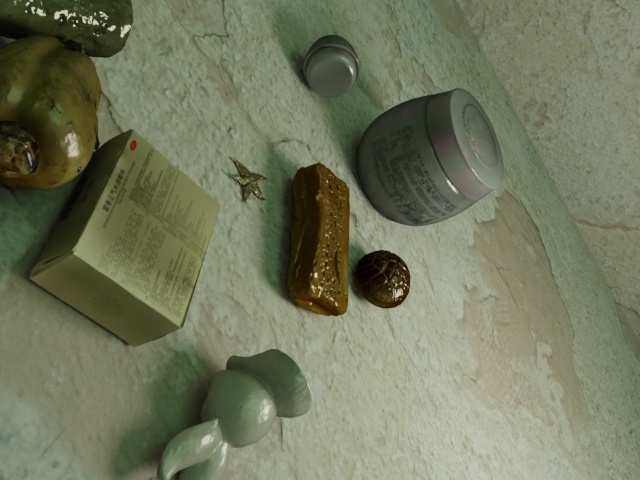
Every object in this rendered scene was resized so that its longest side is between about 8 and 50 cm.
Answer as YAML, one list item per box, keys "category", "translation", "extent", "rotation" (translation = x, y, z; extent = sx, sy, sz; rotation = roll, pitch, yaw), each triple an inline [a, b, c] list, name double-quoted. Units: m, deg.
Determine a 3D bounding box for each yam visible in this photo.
- category: "yam"
  translation: [-0.343, -0.295, 0.859]
  extent: [0.194, 0.107, 0.107]
  rotation: [-6, 76, -55]

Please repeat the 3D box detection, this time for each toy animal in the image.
- category: "toy animal"
  translation: [-0.129, 0.235, 0.879]
  extent: [0.220, 0.130, 0.104]
  rotation: [-31, 132, -32]

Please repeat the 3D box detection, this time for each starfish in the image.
- category: "starfish"
  translation: [-0.120, -0.104, 1.152]
  extent: [0.092, 0.016, 0.086]
  rotation: [57, 32, -11]

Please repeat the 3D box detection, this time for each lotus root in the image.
- category: "lotus root"
  translation: [-0.322, -0.142, 0.770]
  extent: [0.154, 0.140, 0.257]
  rotation: [35, 33, -21]

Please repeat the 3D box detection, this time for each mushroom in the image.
- category: "mushroom"
  translation: [0.125, 0.074, 1.329]
  extent: [0.109, 0.085, 0.126]
  rotation: [30, 42, -42]

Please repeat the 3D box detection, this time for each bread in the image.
- category: "bread"
  translation: [0.001, -0.001, 1.205]
  extent: [0.139, 0.077, 0.271]
  rotation: [35, 45, -45]

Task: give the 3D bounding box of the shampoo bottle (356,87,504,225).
- category: "shampoo bottle"
  translation: [0.240, -0.178, 1.485]
  extent: [0.273, 0.266, 0.273]
  rotation: [33, 47, -43]

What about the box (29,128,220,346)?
- category: "box"
  translation: [-0.233, -0.004, 0.850]
  extent: [0.168, 0.095, 0.212]
  rotation: [45, 38, -33]

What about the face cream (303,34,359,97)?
- category: "face cream"
  translation: [0.023, -0.365, 1.426]
  extent: [0.117, 0.117, 0.104]
  rotation: [44, 30, -32]
